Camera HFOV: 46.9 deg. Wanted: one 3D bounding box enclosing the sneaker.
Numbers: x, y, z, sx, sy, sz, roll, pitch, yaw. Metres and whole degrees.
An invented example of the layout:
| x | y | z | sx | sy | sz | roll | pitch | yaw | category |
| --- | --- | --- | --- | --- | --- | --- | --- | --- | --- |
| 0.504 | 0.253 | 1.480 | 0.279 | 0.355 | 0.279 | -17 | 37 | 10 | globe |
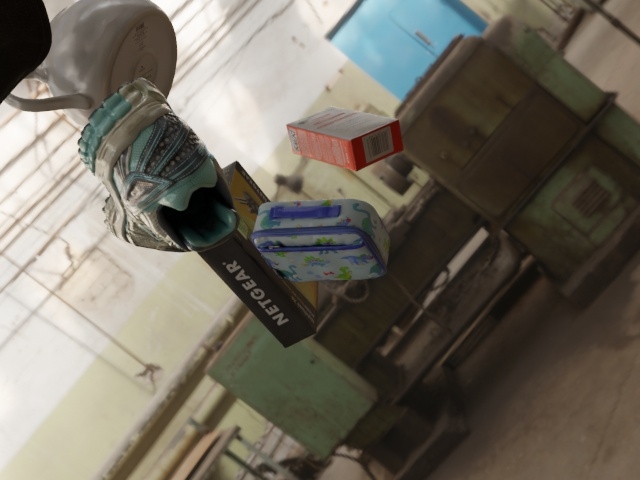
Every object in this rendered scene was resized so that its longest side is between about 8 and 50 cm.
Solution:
| x | y | z | sx | sy | sz | roll | pitch | yaw | category |
| --- | --- | --- | --- | --- | --- | --- | --- | --- | --- |
| -0.135 | -0.027 | 0.692 | 0.110 | 0.122 | 0.283 | -46 | -12 | -12 | sneaker |

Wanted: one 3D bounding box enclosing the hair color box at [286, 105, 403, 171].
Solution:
| x | y | z | sx | sy | sz | roll | pitch | yaw | category |
| --- | --- | --- | --- | --- | --- | --- | --- | --- | --- |
| 0.034 | -0.155 | 1.107 | 0.093 | 0.053 | 0.167 | -26 | 30 | -27 | hair color box |

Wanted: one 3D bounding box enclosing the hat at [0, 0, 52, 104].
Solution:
| x | y | z | sx | sy | sz | roll | pitch | yaw | category |
| --- | --- | --- | --- | --- | --- | --- | --- | --- | --- |
| -0.517 | -0.272 | 0.910 | 0.331 | 0.134 | 0.331 | -27 | -24 | -14 | hat |

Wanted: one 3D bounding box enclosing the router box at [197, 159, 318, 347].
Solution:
| x | y | z | sx | sy | sz | roll | pitch | yaw | category |
| --- | --- | --- | --- | --- | --- | --- | --- | --- | --- |
| -0.119 | 0.025 | 1.474 | 0.081 | 0.309 | 0.243 | -28 | 30 | 19 | router box |

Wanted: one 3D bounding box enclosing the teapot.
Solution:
| x | y | z | sx | sy | sz | roll | pitch | yaw | category |
| --- | --- | --- | --- | --- | --- | --- | --- | --- | --- |
| -0.370 | -0.295 | 1.208 | 0.256 | 0.187 | 0.252 | 30 | -100 | -77 | teapot |

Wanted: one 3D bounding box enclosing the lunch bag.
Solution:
| x | y | z | sx | sy | sz | roll | pitch | yaw | category |
| --- | --- | --- | --- | --- | --- | --- | --- | --- | --- |
| 0.000 | 0.000 | 1.275 | 0.176 | 0.219 | 0.090 | 59 | -144 | -53 | lunch bag |
